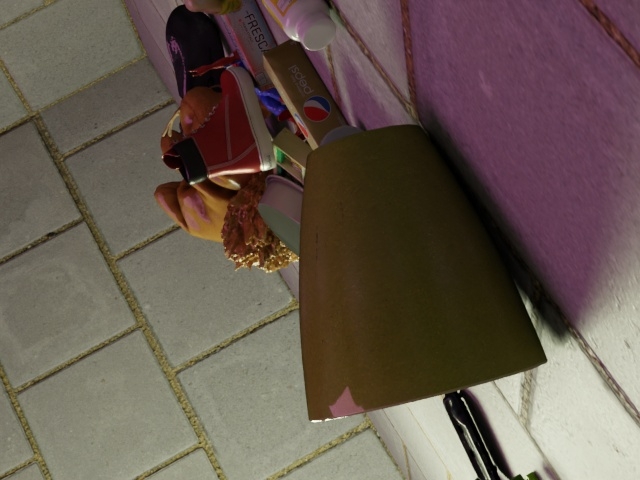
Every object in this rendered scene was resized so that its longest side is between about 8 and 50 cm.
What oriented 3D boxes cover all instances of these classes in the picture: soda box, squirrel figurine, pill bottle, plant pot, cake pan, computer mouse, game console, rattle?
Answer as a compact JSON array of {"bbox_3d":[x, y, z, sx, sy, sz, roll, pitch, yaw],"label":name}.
[{"bbox_3d":[-0.020,-0.212,1.763,0.181,0.058,0.061,59,173,10],"label":"soda box"},{"bbox_3d":[-0.147,-0.127,2.311,0.397,0.281,0.370,53,163,18],"label":"squirrel figurine"},{"bbox_3d":[-0.027,-0.293,1.478,0.116,0.065,0.065,57,172,35],"label":"pill bottle"},{"bbox_3d":[0.085,0.028,1.318,0.275,0.275,0.293,126,131,-82],"label":"plant pot"},{"bbox_3d":[0.000,0.000,2.077,0.293,0.054,0.293,39,168,10],"label":"cake pan"},{"bbox_3d":[-0.241,-0.365,2.459,0.072,0.188,0.272,4,115,45],"label":"computer mouse"},{"bbox_3d":[-0.117,-0.341,1.938,0.183,0.058,0.063,64,172,-21],"label":"soda box"},{"bbox_3d":[0.304,0.417,2.012,0.361,0.044,0.213,63,171,-22],"label":"game console"},{"bbox_3d":[-0.156,-0.451,1.765,0.143,0.130,0.199,170,98,-71],"label":"rattle"}]

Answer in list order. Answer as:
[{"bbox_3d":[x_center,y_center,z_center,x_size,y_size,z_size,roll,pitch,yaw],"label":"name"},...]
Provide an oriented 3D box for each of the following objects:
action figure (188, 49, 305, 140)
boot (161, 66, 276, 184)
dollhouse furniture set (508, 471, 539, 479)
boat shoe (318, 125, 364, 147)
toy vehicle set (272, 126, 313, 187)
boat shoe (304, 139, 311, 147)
[{"bbox_3d":[-0.134,-0.259,2.102,0.280,0.139,0.091,57,171,47],"label":"action figure"},{"bbox_3d":[-0.184,-0.192,1.933,0.088,0.176,0.244,82,173,-45],"label":"boot"},{"bbox_3d":[0.308,0.405,1.792,0.058,0.076,0.151,59,172,24],"label":"dollhouse furniture set"},{"bbox_3d":[0.082,-0.011,1.630,0.306,0.113,0.105,61,180,21],"label":"boat shoe"},{"bbox_3d":[-0.007,-0.088,2.003,0.166,0.035,0.267,38,168,9],"label":"toy vehicle set"},{"bbox_3d":[-0.017,-0.147,2.048,0.049,0.056,0.152,37,169,-9],"label":"boat shoe"}]
